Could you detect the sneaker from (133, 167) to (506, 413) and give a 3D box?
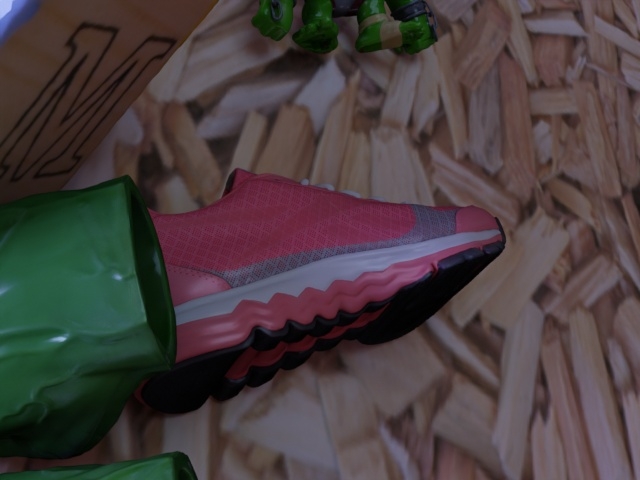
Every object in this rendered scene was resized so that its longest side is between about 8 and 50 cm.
[{"bbox_3d":[0.000,0.000,0.605,0.313,0.116,0.136,-14,65,-38],"label":"sneaker"}]

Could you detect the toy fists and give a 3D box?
[{"bbox_3d":[-0.133,0.102,0.434,0.142,0.096,0.279,-15,63,0],"label":"toy fists"}]

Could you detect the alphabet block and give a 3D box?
[{"bbox_3d":[-0.197,-0.138,0.474,0.192,0.193,0.197,46,13,3],"label":"alphabet block"}]

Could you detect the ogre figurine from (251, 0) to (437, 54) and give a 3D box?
[{"bbox_3d":[0.018,-0.227,0.800,0.196,0.097,0.118,-9,82,-21],"label":"ogre figurine"}]
